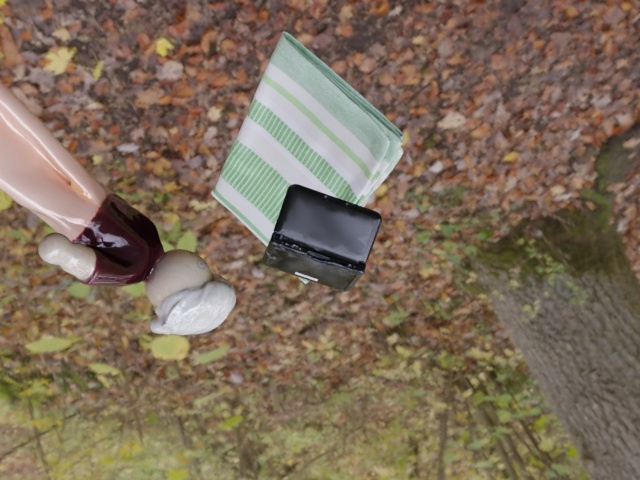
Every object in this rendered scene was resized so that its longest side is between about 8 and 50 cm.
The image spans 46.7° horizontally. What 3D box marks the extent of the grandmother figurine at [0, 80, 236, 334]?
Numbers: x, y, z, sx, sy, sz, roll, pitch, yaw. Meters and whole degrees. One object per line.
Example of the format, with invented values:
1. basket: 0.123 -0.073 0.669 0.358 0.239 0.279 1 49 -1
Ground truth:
1. grandmother figurine: -0.224 -0.022 0.724 0.342 0.208 0.104 41 112 -19

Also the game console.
1. game console: 0.000 0.000 0.923 0.122 0.071 0.107 19 152 -6

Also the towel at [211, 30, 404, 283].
1. towel: -0.033 -0.110 1.131 0.038 0.248 0.325 -34 162 -46
